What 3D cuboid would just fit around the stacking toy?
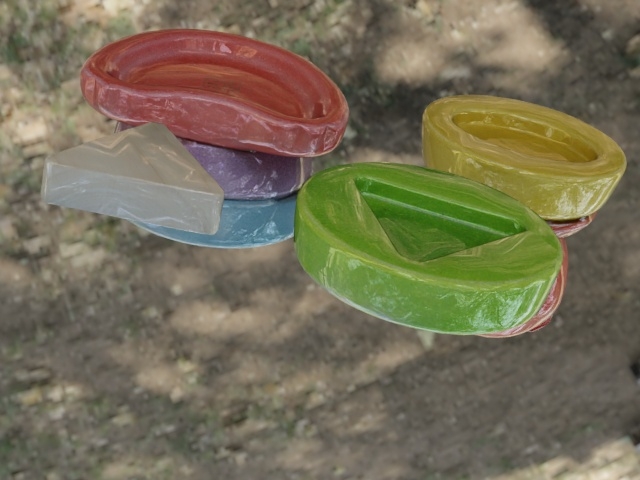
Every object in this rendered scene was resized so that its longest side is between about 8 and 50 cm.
[{"bbox_3d":[0.000,0.000,0.751,0.309,0.279,0.130,15,116,7],"label":"stacking toy"}]
